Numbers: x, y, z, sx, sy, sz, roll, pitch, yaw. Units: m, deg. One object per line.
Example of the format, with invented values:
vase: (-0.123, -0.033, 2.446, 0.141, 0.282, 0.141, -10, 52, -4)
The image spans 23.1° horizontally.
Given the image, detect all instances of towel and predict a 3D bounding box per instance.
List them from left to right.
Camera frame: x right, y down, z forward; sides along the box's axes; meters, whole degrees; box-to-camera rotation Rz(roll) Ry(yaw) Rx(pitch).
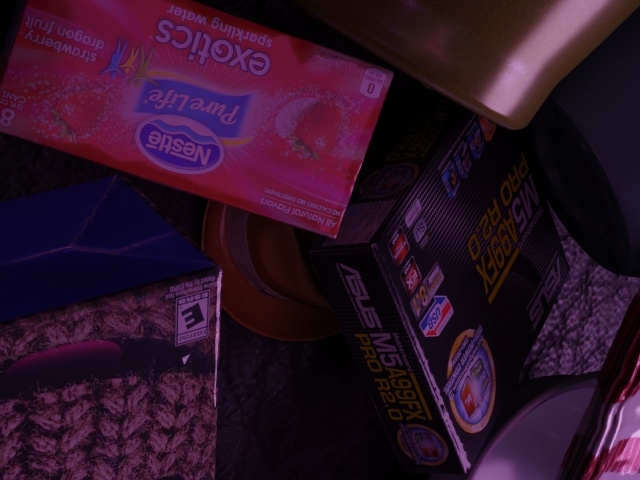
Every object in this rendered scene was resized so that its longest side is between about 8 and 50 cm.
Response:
towel: (0.308, 0.165, 1.296, 0.237, 0.037, 0.329, 3, 117, -33)

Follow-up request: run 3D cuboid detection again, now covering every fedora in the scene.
fedora: (0.000, 0.000, 1.248, 0.194, 0.079, 0.194, -8, 107, -29)

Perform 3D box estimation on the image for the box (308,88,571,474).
box: (0.106, 0.018, 1.253, 0.270, 0.060, 0.216, -53, 129, -45)

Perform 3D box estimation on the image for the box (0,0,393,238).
box: (-0.096, -0.102, 1.097, 0.256, 0.122, 0.128, 18, 94, -15)

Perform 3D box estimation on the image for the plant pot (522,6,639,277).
plant pot: (0.303, -0.105, 1.292, 0.235, 0.293, 0.293, -28, 116, -9)

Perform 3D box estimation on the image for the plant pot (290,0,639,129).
plant pot: (0.135, -0.283, 1.119, 0.366, 0.366, 0.353, 25, 100, -34)

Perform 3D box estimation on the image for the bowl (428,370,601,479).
bowl: (0.193, 0.242, 1.397, 0.297, 0.134, 0.298, -8, 106, -29)

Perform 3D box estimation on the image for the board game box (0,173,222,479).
board game box: (-0.199, 0.134, 1.006, 0.232, 0.141, 0.291, -16, 126, -29)
